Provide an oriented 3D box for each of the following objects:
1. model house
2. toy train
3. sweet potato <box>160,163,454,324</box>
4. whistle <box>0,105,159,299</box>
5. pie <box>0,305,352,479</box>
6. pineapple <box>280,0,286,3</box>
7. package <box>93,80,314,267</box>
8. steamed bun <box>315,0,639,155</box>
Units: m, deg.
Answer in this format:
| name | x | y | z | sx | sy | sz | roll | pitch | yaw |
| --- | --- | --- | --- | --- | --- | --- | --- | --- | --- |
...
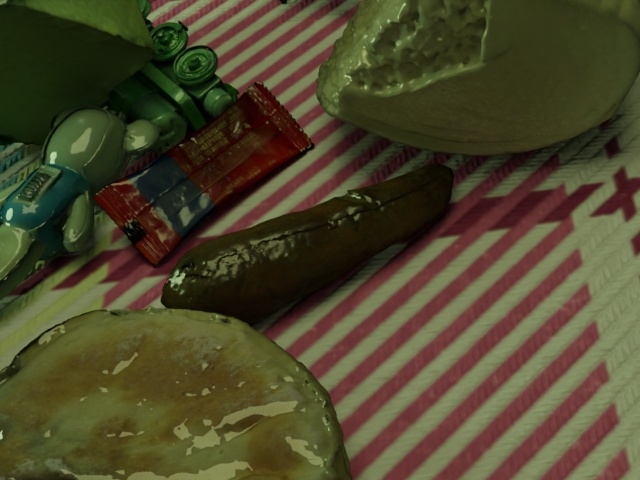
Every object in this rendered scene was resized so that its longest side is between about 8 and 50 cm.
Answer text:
| name | x | y | z | sx | sy | sz | roll | pitch | yaw |
| --- | --- | --- | --- | --- | --- | --- | --- | --- | --- |
| model house | -0.291 | -0.220 | 1.279 | 0.214 | 0.195 | 0.189 | -31 | 58 | 39 |
| toy train | -0.183 | -0.169 | 1.356 | 0.119 | 0.085 | 0.251 | -40 | 48 | -9 |
| sweet potato | 0.000 | 0.000 | 1.121 | 0.273 | 0.075 | 0.075 | -24 | 42 | -16 |
| whistle | -0.235 | -0.032 | 1.217 | 0.114 | 0.077 | 0.235 | 15 | 54 | 22 |
| pie | -0.136 | 0.159 | 0.974 | 0.338 | 0.075 | 0.337 | -9 | 36 | 6 |
| pineapple | -0.030 | -0.371 | 1.506 | 0.169 | 0.169 | 0.340 | -12 | 51 | 1 |
| package | -0.100 | -0.063 | 1.229 | 0.200 | 0.022 | 0.083 | -38 | 81 | -27 |
| steamed bun | 0.126 | -0.205 | 1.218 | 0.273 | 0.272 | 0.290 | 33 | 43 | -13 |
